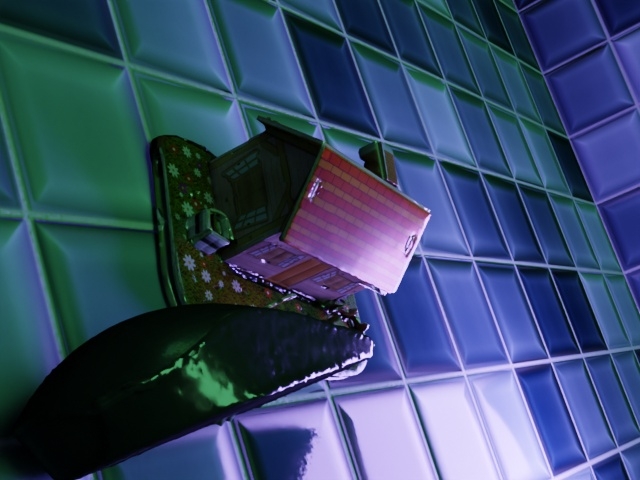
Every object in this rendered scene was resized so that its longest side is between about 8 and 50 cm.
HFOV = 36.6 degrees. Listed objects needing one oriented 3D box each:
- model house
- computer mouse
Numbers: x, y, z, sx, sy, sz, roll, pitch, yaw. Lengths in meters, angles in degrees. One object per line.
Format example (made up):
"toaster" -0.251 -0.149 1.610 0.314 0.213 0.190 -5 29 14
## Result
"model house" 0.001 0.000 0.913 0.294 0.154 0.206 26 45 -50
"computer mouse" -0.085 0.091 0.683 0.295 0.168 0.087 -2 68 -62
